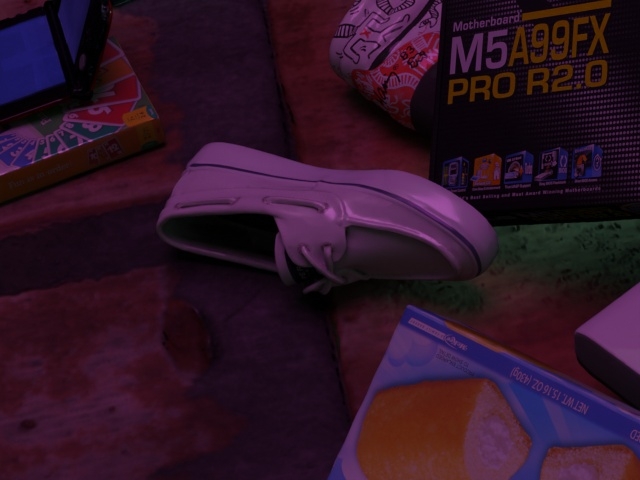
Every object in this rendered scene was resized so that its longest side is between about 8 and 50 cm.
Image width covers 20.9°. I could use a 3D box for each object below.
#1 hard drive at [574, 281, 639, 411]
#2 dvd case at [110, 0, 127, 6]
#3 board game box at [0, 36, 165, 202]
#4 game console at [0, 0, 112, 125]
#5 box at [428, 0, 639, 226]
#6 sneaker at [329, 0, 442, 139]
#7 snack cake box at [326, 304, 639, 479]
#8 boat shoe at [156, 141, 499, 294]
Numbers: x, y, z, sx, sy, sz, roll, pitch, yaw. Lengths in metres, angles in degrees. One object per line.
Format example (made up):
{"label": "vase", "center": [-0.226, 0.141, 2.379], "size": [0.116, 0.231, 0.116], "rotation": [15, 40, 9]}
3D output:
{"label": "hard drive", "center": [0.341, 0.037, 1.090], "size": [0.307, 0.040, 0.203], "rotation": [-34, 50, -22]}
{"label": "dvd case", "center": [-0.117, -0.312, 1.595], "size": [0.239, 0.029, 0.179], "rotation": [-24, 47, -13]}
{"label": "board game box", "center": [-0.265, -0.078, 1.392], "size": [0.259, 0.039, 0.124], "rotation": [-23, 45, -8]}
{"label": "game console", "center": [-0.231, -0.174, 1.402], "size": [0.085, 0.124, 0.144], "rotation": [4, 36, -23]}
{"label": "box", "center": [0.199, -0.124, 1.183], "size": [0.270, 0.060, 0.216], "rotation": [-2, 80, 43]}
{"label": "sneaker", "center": [0.129, -0.194, 1.390], "size": [0.145, 0.090, 0.270], "rotation": [33, 62, 32]}
{"label": "snack cake box", "center": [0.140, 0.161, 0.991], "size": [0.264, 0.089, 0.152], "rotation": [26, 92, 31]}
{"label": "boat shoe", "center": [0.000, 0.000, 1.234], "size": [0.258, 0.095, 0.084], "rotation": [10, 52, 33]}
